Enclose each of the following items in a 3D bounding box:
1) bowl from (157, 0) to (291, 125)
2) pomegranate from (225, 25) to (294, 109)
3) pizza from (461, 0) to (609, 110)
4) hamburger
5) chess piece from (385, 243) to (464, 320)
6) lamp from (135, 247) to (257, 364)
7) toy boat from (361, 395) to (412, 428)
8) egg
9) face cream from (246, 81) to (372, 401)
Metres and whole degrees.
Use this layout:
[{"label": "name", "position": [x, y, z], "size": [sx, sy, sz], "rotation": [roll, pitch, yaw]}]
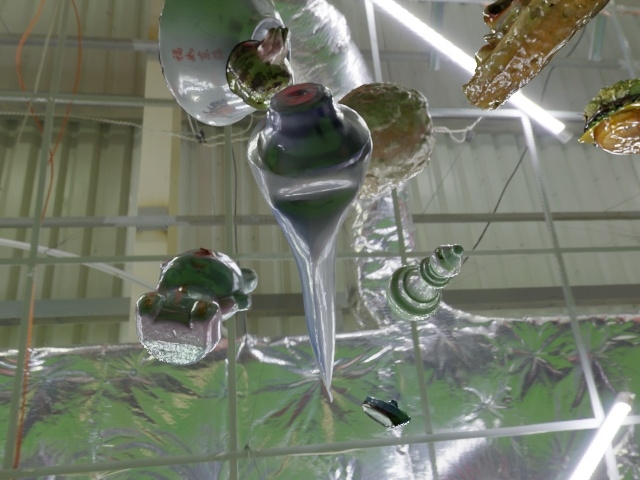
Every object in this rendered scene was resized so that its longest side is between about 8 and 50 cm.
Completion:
[{"label": "bowl", "position": [-0.168, -0.416, 1.084], "size": [0.157, 0.345, 0.346], "rotation": [17, -115, 31]}, {"label": "pomegranate", "position": [-0.113, -0.324, 0.931], "size": [0.125, 0.163, 0.138], "rotation": [-34, -103, -19]}, {"label": "pizza", "position": [0.339, -0.401, 0.669], "size": [0.130, 0.440, 0.406], "rotation": [36, -151, -10]}, {"label": "hamburger", "position": [0.791, -0.311, 1.228], "size": [0.261, 0.243, 0.139], "rotation": [12, -108, -16]}, {"label": "chess piece", "position": [0.251, 0.077, 1.121], "size": [0.139, 0.272, 0.139], "rotation": [6, -119, -11]}, {"label": "lamp", "position": [-0.287, 0.157, 1.148], "size": [0.247, 0.248, 0.301], "rotation": [5, -151, 2]}, {"label": "toy boat", "position": [0.161, 0.412, 1.194], "size": [0.060, 0.137, 0.060], "rotation": [-23, -75, -32]}, {"label": "egg", "position": [0.126, -0.237, 1.185], "size": [0.279, 0.310, 0.279], "rotation": [31, -136, -35]}, {"label": "face cream", "position": [0.000, 0.000, 0.645], "size": [0.137, 0.420, 0.235], "rotation": [-5, -137, 1]}]
